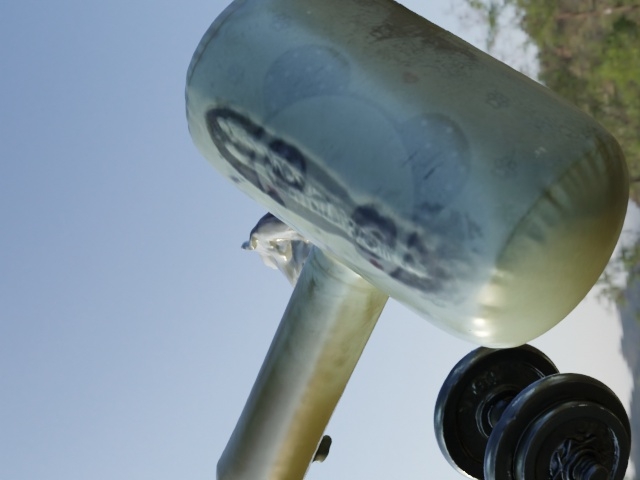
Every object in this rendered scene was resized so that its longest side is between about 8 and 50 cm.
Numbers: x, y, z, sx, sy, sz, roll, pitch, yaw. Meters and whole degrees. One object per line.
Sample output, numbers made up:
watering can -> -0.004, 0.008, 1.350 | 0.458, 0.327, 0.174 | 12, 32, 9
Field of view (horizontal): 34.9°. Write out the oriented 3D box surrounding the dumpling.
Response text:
dumpling -> 0.000, 0.000, 0.944 | 0.127, 0.188, 0.108 | 7, -107, -46

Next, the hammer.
hammer -> 0.006, 0.038, 0.497 | 0.113, 0.202, 0.305 | -22, -39, -46

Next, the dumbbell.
dumbbell -> 0.251, 0.232, 1.228 | 0.290, 0.192, 0.192 | -151, 47, -68
